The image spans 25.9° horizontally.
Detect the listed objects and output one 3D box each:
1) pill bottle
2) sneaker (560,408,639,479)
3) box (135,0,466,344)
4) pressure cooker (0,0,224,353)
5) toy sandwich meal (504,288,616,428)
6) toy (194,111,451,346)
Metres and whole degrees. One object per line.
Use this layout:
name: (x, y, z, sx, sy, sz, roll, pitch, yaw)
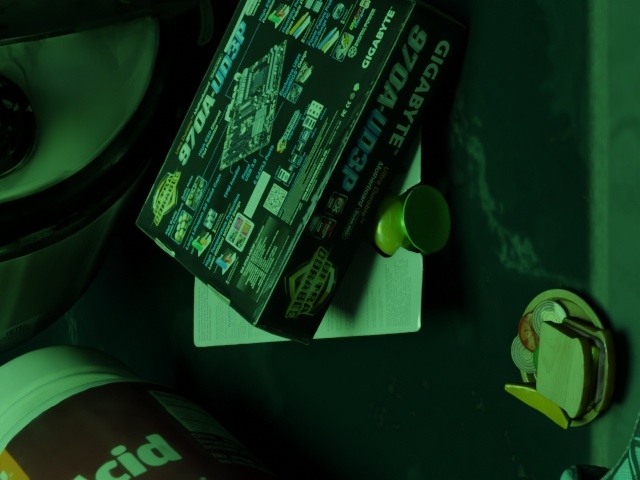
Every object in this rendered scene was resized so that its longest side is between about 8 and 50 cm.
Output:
pill bottle: (-0.127, 0.237, 1.026, 0.392, 0.224, 0.224, 32, 121, 51)
sneaker: (0.157, 0.178, 0.710, 0.125, 0.104, 0.262, -103, 32, -45)
box: (-0.020, -0.068, 0.893, 0.175, 0.051, 0.220, 34, 101, 51)
pressure cooker: (-0.295, -0.119, 1.068, 0.375, 0.370, 0.420, 32, 153, -3)
toy sandwich meal: (0.130, 0.067, 0.769, 0.085, 0.029, 0.086, 15, 108, 56)
toy: (0.000, 0.000, 0.939, 0.237, 0.056, 0.137, -10, 78, 52)
